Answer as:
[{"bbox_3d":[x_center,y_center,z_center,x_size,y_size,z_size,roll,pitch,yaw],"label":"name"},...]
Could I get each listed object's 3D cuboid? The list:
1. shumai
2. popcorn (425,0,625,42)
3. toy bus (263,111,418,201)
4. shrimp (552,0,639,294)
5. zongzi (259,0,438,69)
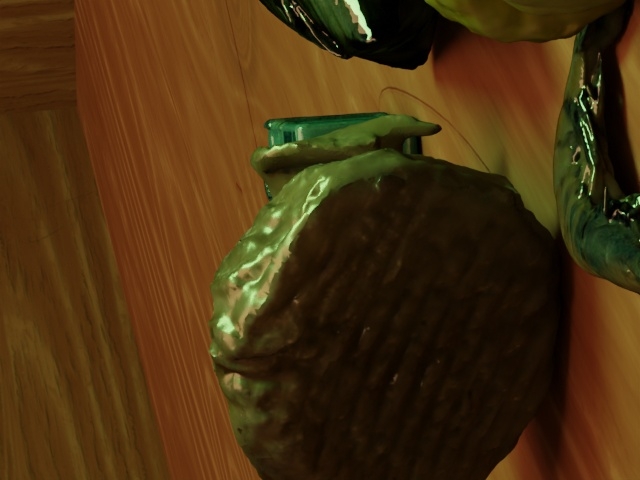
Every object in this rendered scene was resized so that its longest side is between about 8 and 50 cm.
[{"bbox_3d":[0.023,0.045,1.495,0.262,0.267,0.314,-127,39,-62],"label":"shumai"},{"bbox_3d":[0.137,-0.240,1.096,0.286,0.174,0.225,133,143,-81],"label":"popcorn"},{"bbox_3d":[0.026,0.013,1.790,0.147,0.128,0.256,-168,74,-75],"label":"toy bus"},{"bbox_3d":[0.190,-0.061,1.203,0.262,0.051,0.198,-127,33,-72],"label":"shrimp"},{"bbox_3d":[-0.065,-0.298,1.541,0.319,0.362,0.383,32,-132,-83],"label":"zongzi"}]
